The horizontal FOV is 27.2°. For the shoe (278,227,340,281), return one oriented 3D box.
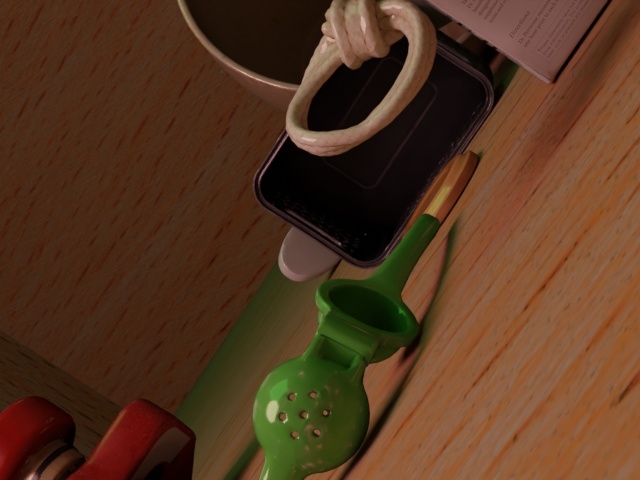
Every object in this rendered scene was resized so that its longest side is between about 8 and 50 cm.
[{"bbox_3d":[0.000,0.000,1.501,0.178,0.063,0.081,-52,-2,-40],"label":"shoe"}]

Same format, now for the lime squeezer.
[{"bbox_3d":[0.013,0.074,0.678,0.110,0.059,0.310,78,-146,-49],"label":"lime squeezer"}]

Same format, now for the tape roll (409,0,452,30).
[{"bbox_3d":[0.112,-0.271,1.095,0.219,0.072,0.219,-41,22,21],"label":"tape roll"}]

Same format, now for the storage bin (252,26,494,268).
[{"bbox_3d":[0.043,-0.084,1.035,0.180,0.122,0.084,-56,3,18],"label":"storage bin"}]

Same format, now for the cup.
[{"bbox_3d":[0.041,-0.236,1.338,0.331,0.331,0.237,-58,-21,-15],"label":"cup"}]

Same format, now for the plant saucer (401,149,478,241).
[{"bbox_3d":[0.078,-0.026,0.894,0.083,0.013,0.083,-56,2,4],"label":"plant saucer"}]

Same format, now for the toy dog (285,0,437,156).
[{"bbox_3d":[0.054,-0.214,0.620,0.334,0.161,0.220,-32,45,19],"label":"toy dog"}]

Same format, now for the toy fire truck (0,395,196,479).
[{"bbox_3d":[-0.200,0.273,1.066,0.302,0.169,0.254,-57,-16,-13],"label":"toy fire truck"}]

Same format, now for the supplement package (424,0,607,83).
[{"bbox_3d":[0.107,-0.236,0.815,0.194,0.203,0.149,-56,3,11],"label":"supplement package"}]
